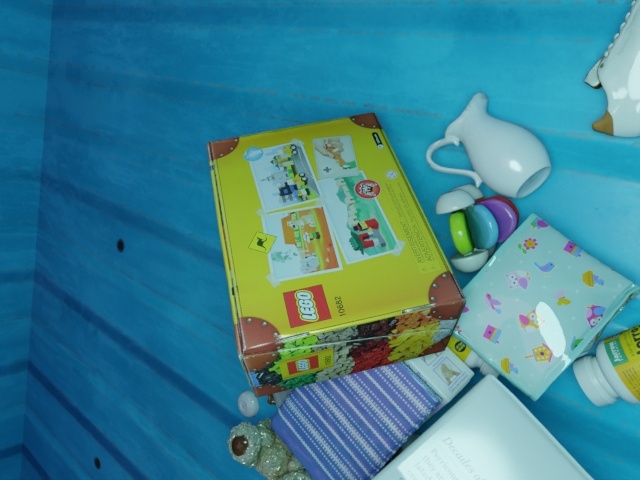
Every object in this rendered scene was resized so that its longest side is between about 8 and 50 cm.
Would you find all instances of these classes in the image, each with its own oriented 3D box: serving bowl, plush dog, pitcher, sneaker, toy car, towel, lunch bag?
[{"bbox_3d":[-0.228,0.507,1.502,0.083,0.027,0.083,2,94,37],"label":"serving bowl"},{"bbox_3d":[-0.082,0.529,1.301,0.262,0.210,0.225,39,80,10],"label":"plush dog"},{"bbox_3d":[0.325,-0.164,0.958,0.178,0.125,0.207,-43,60,14],"label":"pitcher"},{"bbox_3d":[0.513,-0.321,0.818,0.123,0.106,0.289,8,99,35],"label":"sneaker"},{"bbox_3d":[0.315,-0.033,0.949,0.136,0.182,0.159,-13,96,32],"label":"toy car"},{"bbox_3d":[0.058,0.354,1.001,0.243,0.040,0.336,43,107,24],"label":"towel"},{"bbox_3d":[0.382,0.125,0.880,0.262,0.160,0.223,-48,63,1],"label":"lunch bag"}]

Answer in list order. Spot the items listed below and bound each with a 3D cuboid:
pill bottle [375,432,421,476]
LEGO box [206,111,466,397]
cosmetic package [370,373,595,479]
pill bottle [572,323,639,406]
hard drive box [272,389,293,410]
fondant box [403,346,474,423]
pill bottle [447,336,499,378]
[{"bbox_3d":[0.155,0.535,1.144,0.216,0.121,0.121,-31,74,35],"label":"pill bottle"},{"bbox_3d":[0.000,0.000,0.965,0.193,0.373,0.499,87,169,-53],"label":"LEGO box"},{"bbox_3d":[0.256,0.503,0.838,0.394,0.329,0.327,-40,64,-6],"label":"cosmetic package"},{"bbox_3d":[0.548,0.203,0.818,0.208,0.118,0.117,-38,70,34],"label":"pill bottle"},{"bbox_3d":[0.002,0.370,1.183,0.089,0.232,0.181,-25,78,36],"label":"hard drive box"},{"bbox_3d":[0.140,0.245,1.078,0.330,0.096,0.238,44,145,19],"label":"fondant box"},{"bbox_3d":[0.303,0.186,1.009,0.208,0.119,0.119,38,115,29],"label":"pill bottle"}]
